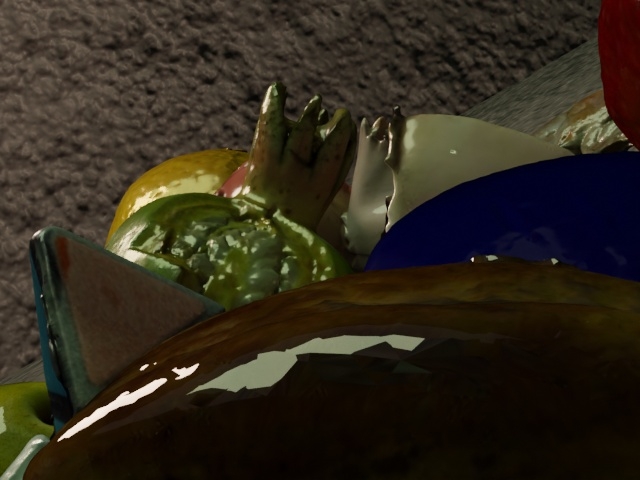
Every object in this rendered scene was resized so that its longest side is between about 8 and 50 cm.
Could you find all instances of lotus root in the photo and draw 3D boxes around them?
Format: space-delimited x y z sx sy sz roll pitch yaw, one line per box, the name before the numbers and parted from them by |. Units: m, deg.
lotus root | 0.052 0.095 0.528 0.291 0.193 0.193 -9 11 13

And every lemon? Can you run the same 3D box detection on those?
lemon | -0.109 0.022 1.585 0.253 0.253 0.310 -28 0 4

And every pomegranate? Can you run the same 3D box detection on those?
pomegranate | -0.059 0.027 1.144 0.301 0.236 0.236 -69 17 -11

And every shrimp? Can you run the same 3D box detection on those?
shrimp | 0.233 -0.052 1.384 0.360 0.085 0.247 -36 15 6

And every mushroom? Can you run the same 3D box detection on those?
mushroom | 0.122 0.044 1.048 0.236 0.173 0.162 92 -173 -56

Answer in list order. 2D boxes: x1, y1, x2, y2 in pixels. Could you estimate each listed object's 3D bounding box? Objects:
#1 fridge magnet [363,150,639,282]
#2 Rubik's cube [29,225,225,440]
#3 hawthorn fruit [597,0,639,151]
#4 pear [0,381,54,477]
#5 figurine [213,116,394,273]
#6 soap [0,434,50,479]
fridge magnet | 0.153 0.022 0.769 0.266 0.112 0.265 -6 24 3
Rubik's cube | -0.041 0.158 0.683 0.228 0.233 0.228 19 79 30
hawthorn fruit | 0.335 -0.155 1.100 0.330 0.287 0.287 -48 15 -27
pear | -0.248 0.217 1.156 0.180 0.166 0.216 -52 -16 -65
figurine | 0.000 0.000 1.300 0.387 0.207 0.166 -5 28 18
soap | -0.189 0.218 0.834 0.198 0.066 0.119 -50 27 -13
